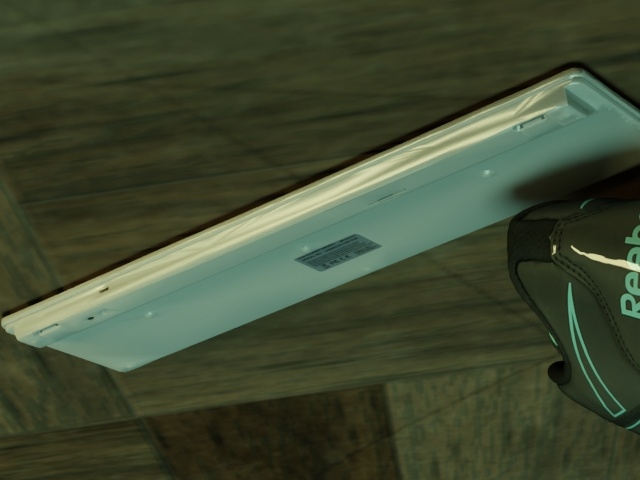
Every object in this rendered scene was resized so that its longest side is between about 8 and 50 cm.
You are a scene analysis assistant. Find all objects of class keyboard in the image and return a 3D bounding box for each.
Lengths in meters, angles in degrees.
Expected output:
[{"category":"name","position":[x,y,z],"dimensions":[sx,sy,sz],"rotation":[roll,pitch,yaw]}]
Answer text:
[{"category":"keyboard","position":[0.000,0.000,0.662],"dimensions":[0.256,0.014,0.072],"rotation":[-22,156,30]}]

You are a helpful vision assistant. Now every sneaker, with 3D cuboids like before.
[{"category":"sneaker","position":[0.151,0.035,0.710],"dimensions":[0.106,0.101,0.267],"rotation":[7,163,24]}]
